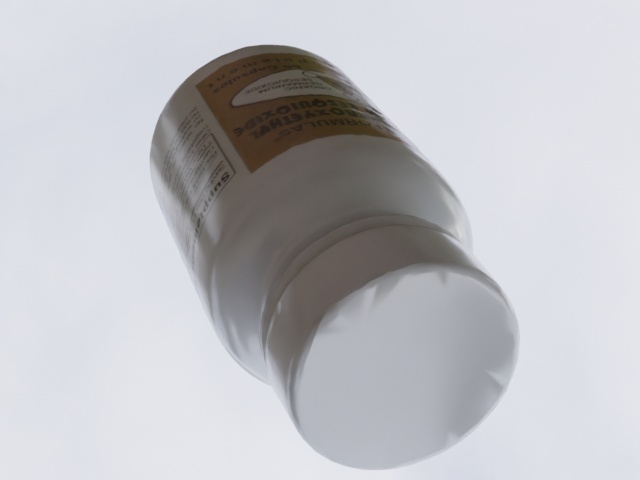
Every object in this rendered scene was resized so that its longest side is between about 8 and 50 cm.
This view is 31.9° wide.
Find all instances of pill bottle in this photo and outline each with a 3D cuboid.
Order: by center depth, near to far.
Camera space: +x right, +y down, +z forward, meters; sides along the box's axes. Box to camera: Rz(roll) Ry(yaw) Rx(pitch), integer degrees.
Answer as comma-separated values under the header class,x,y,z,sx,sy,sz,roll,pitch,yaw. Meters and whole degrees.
class,x,y,z,sx,sy,sz,roll,pitch,yaw
pill bottle,0.000,0.000,0.545,0.131,0.131,0.229,-22,-147,-8
